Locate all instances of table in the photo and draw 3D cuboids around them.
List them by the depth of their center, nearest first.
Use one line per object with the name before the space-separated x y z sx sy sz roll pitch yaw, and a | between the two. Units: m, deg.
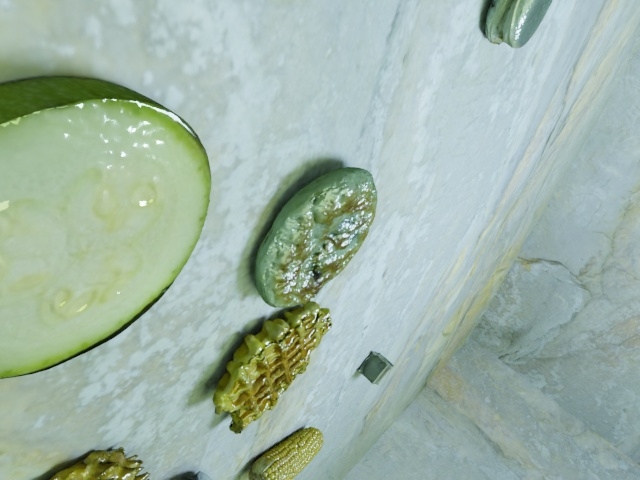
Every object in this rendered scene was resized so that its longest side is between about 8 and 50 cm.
table | 0.161 0.375 1.410 0.079 0.062 0.083 -51 155 -1

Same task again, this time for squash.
squash | -0.196 -0.001 0.371 0.252 0.049 0.252 -41 154 -25

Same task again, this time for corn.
corn | -0.080 0.550 1.211 0.091 0.091 0.260 -25 171 33

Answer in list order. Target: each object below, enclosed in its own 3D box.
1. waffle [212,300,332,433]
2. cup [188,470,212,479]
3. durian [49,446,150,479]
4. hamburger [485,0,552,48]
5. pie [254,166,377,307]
waffle | -0.086 0.220 0.821 0.291 0.051 0.291 -39 153 -25
cup | -0.249 0.562 0.779 0.257 0.227 0.301 -35 164 -18
durian | -0.251 0.388 0.613 0.185 0.196 0.305 -57 153 -6
hamburger | 0.301 -0.357 0.710 0.133 0.062 0.140 -26 142 -49
pie | 0.000 0.000 0.679 0.240 0.054 0.240 -39 154 -24
